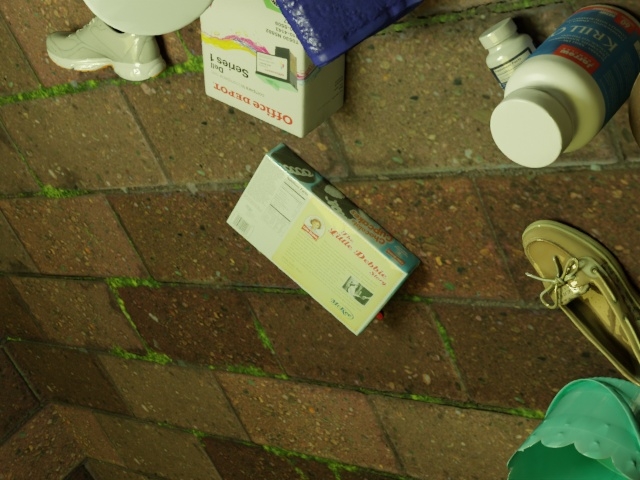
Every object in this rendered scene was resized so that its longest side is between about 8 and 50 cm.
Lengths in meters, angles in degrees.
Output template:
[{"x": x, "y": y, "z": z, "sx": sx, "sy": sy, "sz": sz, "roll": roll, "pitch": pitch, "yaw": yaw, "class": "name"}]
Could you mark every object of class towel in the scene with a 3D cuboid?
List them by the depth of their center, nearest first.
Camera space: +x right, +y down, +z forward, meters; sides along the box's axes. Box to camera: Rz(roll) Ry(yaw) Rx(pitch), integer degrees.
[{"x": 0.011, "y": -0.412, "z": 1.322, "sx": 0.308, "sy": 0.228, "sz": 0.076, "roll": 57, "pitch": -178, "yaw": -16, "class": "towel"}]

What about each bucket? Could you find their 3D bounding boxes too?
[{"x": 0.456, "y": 0.364, "z": 1.622, "sx": 0.281, "sy": 0.183, "sz": 0.281, "roll": 26, "pitch": 139, "yaw": 25, "class": "bucket"}]

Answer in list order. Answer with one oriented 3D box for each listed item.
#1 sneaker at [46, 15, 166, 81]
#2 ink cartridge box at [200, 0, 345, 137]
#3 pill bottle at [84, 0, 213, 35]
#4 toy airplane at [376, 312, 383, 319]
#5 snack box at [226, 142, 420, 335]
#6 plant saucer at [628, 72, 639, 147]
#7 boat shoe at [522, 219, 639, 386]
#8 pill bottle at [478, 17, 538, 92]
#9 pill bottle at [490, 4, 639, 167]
[{"x": -0.394, "y": -0.372, "z": 1.842, "sx": 0.262, "sy": 0.099, "sz": 0.121, "roll": 13, "pitch": 126, "yaw": 27, "class": "sneaker"}, {"x": -0.072, "y": -0.321, "z": 1.536, "sx": 0.201, "sy": 0.117, "sz": 0.278, "roll": 27, "pitch": 140, "yaw": 24, "class": "ink cartridge box"}, {"x": -0.265, "y": -0.443, "z": 1.373, "sx": 0.392, "sy": 0.224, "sz": 0.224, "roll": -119, "pitch": 16, "yaw": -49, "class": "pill bottle"}, {"x": 0.057, "y": 0.095, "z": 1.888, "sx": 0.151, "sy": 0.028, "sz": 0.151, "roll": 25, "pitch": 140, "yaw": 23, "class": "toy airplane"}, {"x": 0.000, "y": 0.000, "z": 1.797, "sx": 0.322, "sy": 0.060, "sz": 0.187, "roll": 41, "pitch": 131, "yaw": 7, "class": "snack box"}, {"x": 0.497, "y": -0.129, "z": 1.110, "sx": 0.311, "sy": 0.050, "sz": 0.310, "roll": 10, "pitch": 146, "yaw": 7, "class": "plant saucer"}, {"x": 0.400, "y": 0.087, "z": 1.487, "sx": 0.285, "sy": 0.089, "sz": 0.104, "roll": 43, "pitch": 145, "yaw": 4, "class": "boat shoe"}, {"x": 0.260, "y": -0.229, "z": 1.338, "sx": 0.067, "sy": 0.067, "sz": 0.120, "roll": -19, "pitch": 110, "yaw": 51, "class": "pill bottle"}, {"x": 0.297, "y": -0.182, "z": 1.215, "sx": 0.124, "sy": 0.221, "sz": 0.124, "roll": 26, "pitch": 140, "yaw": 24, "class": "pill bottle"}]
